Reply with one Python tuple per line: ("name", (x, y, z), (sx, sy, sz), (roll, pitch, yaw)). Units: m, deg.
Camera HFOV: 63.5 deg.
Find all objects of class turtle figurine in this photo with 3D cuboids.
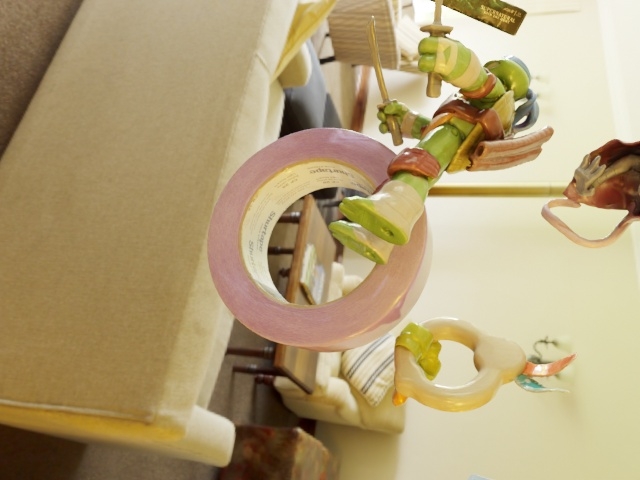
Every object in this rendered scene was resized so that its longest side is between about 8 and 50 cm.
("turtle figurine", (0.084, -0.130, 0.538), (0.275, 0.198, 0.266), (43, 73, -28))

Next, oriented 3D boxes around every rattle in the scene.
("rattle", (0.188, 0.177, 0.624), (0.130, 0.200, 0.142), (-72, 162, -64))

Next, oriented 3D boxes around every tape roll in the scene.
("tape roll", (0.000, 0.000, 0.657), (0.090, 0.275, 0.274), (46, 48, -66))

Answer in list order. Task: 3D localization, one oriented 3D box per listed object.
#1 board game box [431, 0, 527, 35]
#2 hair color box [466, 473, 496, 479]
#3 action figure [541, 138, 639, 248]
("board game box", (0.128, -0.270, 0.555), (0.186, 0.126, 0.026), (-97, -154, -58))
("hair color box", (0.421, 0.572, 0.945), (0.114, 0.374, 0.185), (-35, 95, -27))
("action figure", (0.635, -0.079, 0.913), (0.248, 0.371, 0.275), (58, -46, 35))
